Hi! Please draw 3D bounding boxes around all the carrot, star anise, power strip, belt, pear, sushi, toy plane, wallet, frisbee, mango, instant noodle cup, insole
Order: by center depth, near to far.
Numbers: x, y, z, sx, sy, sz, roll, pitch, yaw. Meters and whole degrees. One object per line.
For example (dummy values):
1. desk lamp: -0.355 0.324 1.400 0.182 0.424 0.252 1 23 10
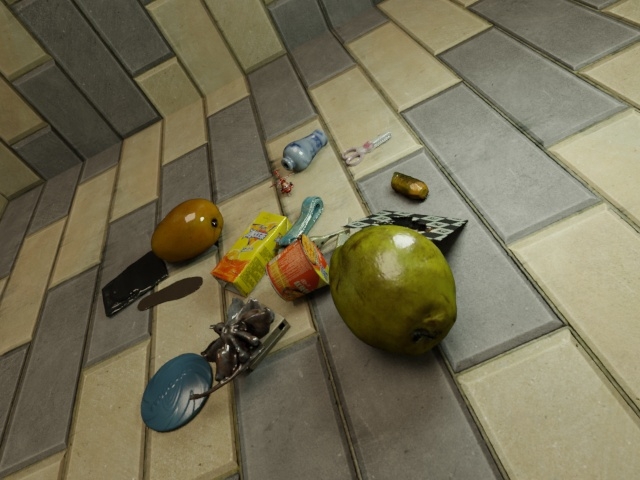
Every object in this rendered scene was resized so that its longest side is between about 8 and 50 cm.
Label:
1. pear: 0.211 0.135 1.378 0.352 0.352 0.413 -37 56 -6
2. star anise: -0.278 0.333 1.554 0.360 0.139 0.315 -34 31 20
3. sushi: 0.293 -0.027 1.616 0.340 0.068 0.320 9 18 30
4. frisbee: -0.509 0.514 1.642 0.290 0.049 0.289 -16 44 16
5. instant noodle cup: -0.083 0.107 1.685 0.174 0.213 0.213 -31 41 11
6. power strip: 0.089 0.039 1.741 0.076 0.028 0.168 20 53 -8
7. toy plane: 0.000 0.000 1.813 0.287 0.108 0.092 -22 39 -8
8. carrot: 0.338 -0.209 1.825 0.082 0.082 0.173 -45 43 -15
9. belt: -0.080 -0.060 1.919 0.072 0.087 0.302 9 55 33
10. insole: -0.648 0.226 2.036 0.328 0.007 0.111 -21 41 10
11. mango: -0.607 -0.037 2.117 0.378 0.221 0.263 -26 45 21
12. wallet: -0.863 0.187 2.178 0.323 0.041 0.247 -35 43 -8
13. toy plane: -0.182 -0.267 2.196 0.126 0.077 0.194 -43 35 -18

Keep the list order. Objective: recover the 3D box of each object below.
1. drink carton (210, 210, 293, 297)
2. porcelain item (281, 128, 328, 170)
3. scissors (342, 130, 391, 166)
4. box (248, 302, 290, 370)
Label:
1. drink carton: -0.264 0.049 1.908 0.155 0.111 0.351 15 58 39
2. porcelain item: -0.078 -0.426 2.248 0.141 0.141 0.259 22 54 42
3. scissors: 0.215 -0.422 2.140 0.242 0.030 0.118 -30 42 5
4. box: -0.219 0.330 1.644 0.141 0.058 0.201 22 63 42
